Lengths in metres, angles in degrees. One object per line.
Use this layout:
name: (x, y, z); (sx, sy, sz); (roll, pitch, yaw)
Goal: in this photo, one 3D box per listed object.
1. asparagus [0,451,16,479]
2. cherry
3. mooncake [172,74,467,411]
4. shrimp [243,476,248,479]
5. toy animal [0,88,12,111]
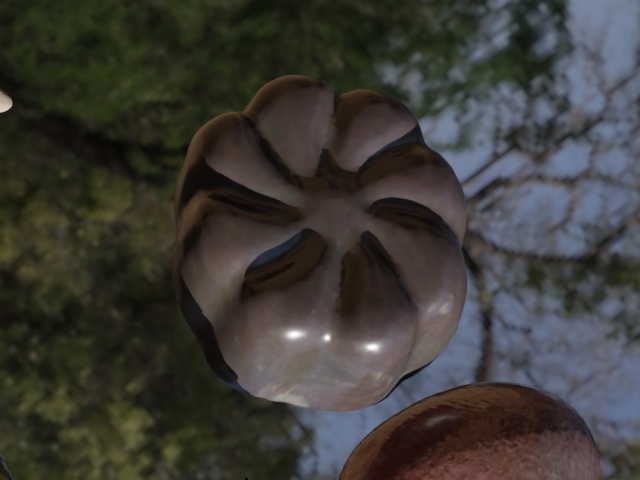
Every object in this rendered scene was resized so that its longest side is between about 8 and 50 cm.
asparagus: (-0.414, 0.266, 2.195); (0.082, 0.085, 0.343); (-47, -145, 3)
cherry: (0.145, 0.266, 1.750); (0.307, 0.261, 0.221); (2, -179, -21)
mooncake: (0.000, 0.000, 1.691); (0.306, 0.306, 0.154); (-42, 170, -27)
shrimp: (-0.063, 0.368, 1.507); (0.071, 0.233, 0.365); (-8, -145, 15)
toy animal: (-0.369, -0.182, 1.515); (0.166, 0.250, 0.154); (-42, 149, 21)
